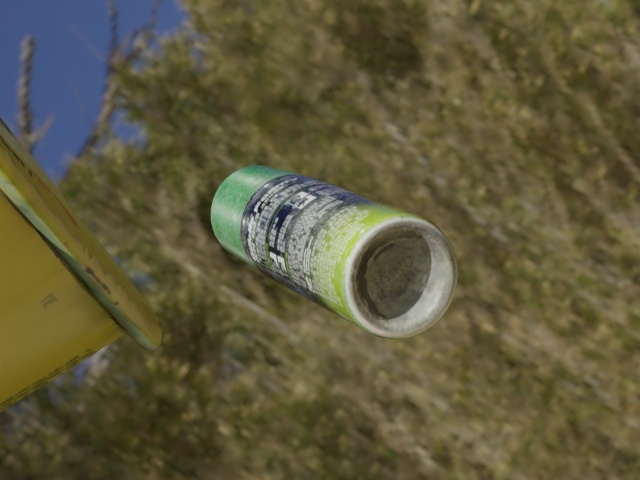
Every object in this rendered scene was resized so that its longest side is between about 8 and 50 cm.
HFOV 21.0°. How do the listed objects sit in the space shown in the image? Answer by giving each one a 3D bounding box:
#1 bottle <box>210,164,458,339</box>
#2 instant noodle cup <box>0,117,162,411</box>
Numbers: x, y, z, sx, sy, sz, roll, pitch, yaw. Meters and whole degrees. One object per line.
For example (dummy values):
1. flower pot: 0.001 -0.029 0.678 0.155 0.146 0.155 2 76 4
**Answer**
1. bottle: 0.000 0.000 1.373 0.093 0.330 0.093 -4 -79 -20
2. instant noodle cup: -0.239 -0.019 0.485 0.254 0.325 0.325 -39 -28 -4
